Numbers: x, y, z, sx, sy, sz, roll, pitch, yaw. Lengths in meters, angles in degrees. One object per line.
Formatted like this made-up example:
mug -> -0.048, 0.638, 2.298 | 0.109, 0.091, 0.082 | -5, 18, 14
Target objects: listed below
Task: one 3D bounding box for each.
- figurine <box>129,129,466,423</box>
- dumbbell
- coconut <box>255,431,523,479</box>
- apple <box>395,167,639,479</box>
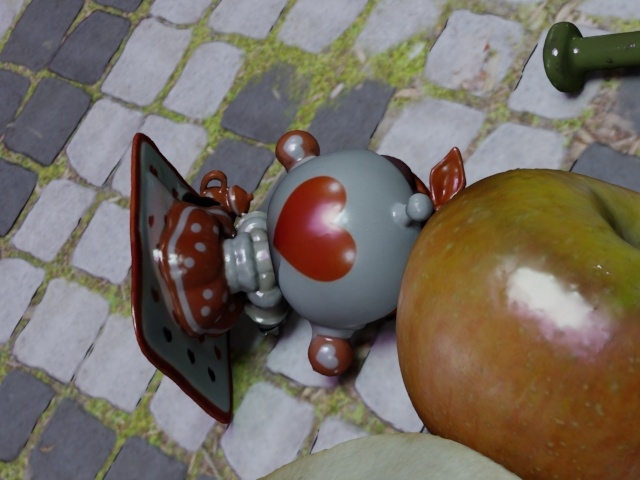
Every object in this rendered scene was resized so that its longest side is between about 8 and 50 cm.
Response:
figurine -> 0.000, 0.000, 0.996 | 0.226, 0.160, 0.183 | -16, 56, 16
dumbbell -> 0.214, -0.132, 0.977 | 0.118, 0.046, 0.052 | -3, 57, 33
coconut -> 0.031, 0.247, 0.699 | 0.329, 0.329, 0.329 | -17, 56, 26
apple -> 0.156, 0.066, 0.800 | 0.235, 0.210, 0.173 | 39, 115, 39
